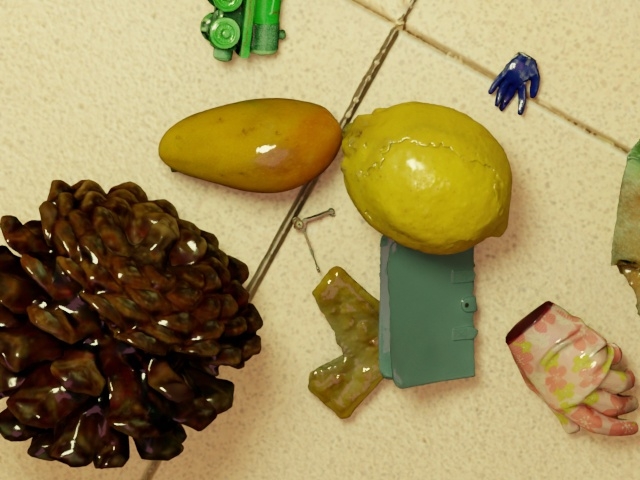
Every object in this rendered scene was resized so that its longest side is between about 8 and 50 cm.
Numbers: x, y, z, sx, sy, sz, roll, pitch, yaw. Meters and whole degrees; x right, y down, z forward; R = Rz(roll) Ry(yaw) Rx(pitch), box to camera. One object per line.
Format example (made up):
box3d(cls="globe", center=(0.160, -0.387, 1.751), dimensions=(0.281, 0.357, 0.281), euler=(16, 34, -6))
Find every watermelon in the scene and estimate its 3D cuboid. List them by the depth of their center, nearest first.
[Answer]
box3d(cls="watermelon", center=(0.512, -0.015, 1.889), dimensions=(0.264, 0.151, 0.302), euler=(31, 143, 17))

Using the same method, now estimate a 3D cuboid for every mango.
box3d(cls="mango", center=(-0.096, -0.128, 1.903), dimensions=(0.253, 0.138, 0.113), euler=(-4, 148, 1))

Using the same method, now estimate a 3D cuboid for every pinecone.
box3d(cls="pinecone", center=(-0.289, 0.127, 1.848), dimensions=(0.398, 0.397, 0.397), euler=(0, 106, -1))

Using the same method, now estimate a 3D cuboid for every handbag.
box3d(cls="handbag", center=(0.156, 0.094, 1.992), dimensions=(0.144, 0.057, 0.221), euler=(-5, 99, -18))

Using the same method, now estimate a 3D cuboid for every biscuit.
box3d(cls="biscuit", center=(0.033, 0.153, 2.033), dimensions=(0.174, 0.039, 0.183), euler=(36, 102, -11))

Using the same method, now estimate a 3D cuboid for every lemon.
box3d(cls="lemon", center=(0.144, -0.086, 1.882), dimensions=(0.260, 0.204, 0.204), euler=(29, 104, -7))

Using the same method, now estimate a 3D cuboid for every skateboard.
box3d(cls="skateboard", center=(0.000, 0.000, 1.996), dimensions=(0.064, 0.032, 0.083), euler=(-18, 103, -6))

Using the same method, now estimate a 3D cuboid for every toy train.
box3d(cls="toy train", center=(-0.093, -0.362, 1.866), dimensions=(0.119, 0.085, 0.251), euler=(1, 110, -17))

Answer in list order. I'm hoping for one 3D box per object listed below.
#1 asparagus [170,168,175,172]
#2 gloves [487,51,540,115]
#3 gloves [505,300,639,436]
box3d(cls="asparagus", center=(-0.131, -0.110, 1.967), dimensions=(0.163, 0.016, 0.016), euler=(-6, 85, 1))
box3d(cls="gloves", center=(0.274, -0.216, 1.936), dimensions=(0.064, 0.026, 0.086), euler=(30, 103, -11))
box3d(cls="gloves", center=(0.376, 0.202, 2.013), dimensions=(0.145, 0.126, 0.241), euler=(-45, 94, 6))
